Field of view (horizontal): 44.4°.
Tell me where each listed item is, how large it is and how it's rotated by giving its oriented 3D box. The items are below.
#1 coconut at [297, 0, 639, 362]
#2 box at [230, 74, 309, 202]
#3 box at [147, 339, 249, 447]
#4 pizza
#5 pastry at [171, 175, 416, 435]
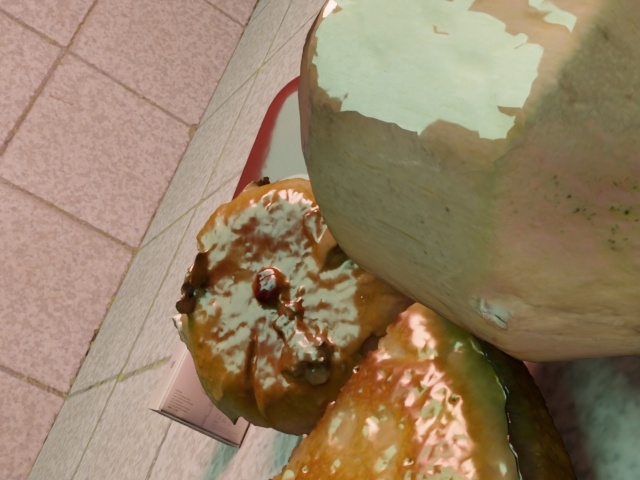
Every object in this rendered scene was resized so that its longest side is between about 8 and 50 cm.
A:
[{"bbox_3d":[0.139,-0.090,0.540,0.352,0.353,0.352,-47,23,28],"label":"coconut"},{"bbox_3d":[0.000,0.000,0.880,0.263,0.108,0.403,20,88,35],"label":"box"},{"bbox_3d":[-0.148,0.199,1.083,0.051,0.130,0.129,-15,47,59],"label":"box"},{"bbox_3d":[0.016,0.271,0.587,0.406,0.130,0.439,-33,35,31],"label":"pizza"},{"bbox_3d":[-0.022,0.061,0.741,0.236,0.121,0.257,31,94,30],"label":"pastry"}]
